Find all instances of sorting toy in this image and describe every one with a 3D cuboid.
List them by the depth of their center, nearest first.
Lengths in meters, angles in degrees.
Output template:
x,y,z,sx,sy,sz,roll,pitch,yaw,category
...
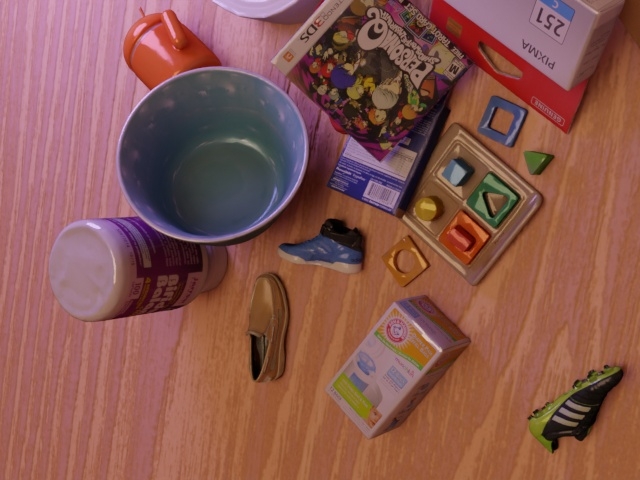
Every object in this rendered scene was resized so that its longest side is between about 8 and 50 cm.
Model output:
x,y,z,sx,sy,sz,roll,pitch,yaw,category
0.214,-0.054,1.682,0.196,0.047,0.347,45,116,22,sorting toy

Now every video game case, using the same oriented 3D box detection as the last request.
x,y,z,sx,sy,sz,roll,pitch,yaw,category
0.078,-0.271,1.658,0.232,0.042,0.210,43,102,-7,video game case

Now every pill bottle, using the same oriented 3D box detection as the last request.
x,y,z,sx,sy,sz,roll,pitch,yaw,category
-0.299,0.042,1.870,0.169,0.301,0.169,3,95,34,pill bottle

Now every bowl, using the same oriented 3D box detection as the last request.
x,y,z,sx,sy,sz,roll,pitch,yaw,category
-0.168,-0.113,1.816,0.312,0.163,0.311,-1,69,3,bowl

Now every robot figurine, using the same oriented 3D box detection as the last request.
x,y,z,sx,sy,sz,roll,pitch,yaw,category
-0.259,-0.314,1.925,0.128,0.158,0.219,-46,67,3,robot figurine

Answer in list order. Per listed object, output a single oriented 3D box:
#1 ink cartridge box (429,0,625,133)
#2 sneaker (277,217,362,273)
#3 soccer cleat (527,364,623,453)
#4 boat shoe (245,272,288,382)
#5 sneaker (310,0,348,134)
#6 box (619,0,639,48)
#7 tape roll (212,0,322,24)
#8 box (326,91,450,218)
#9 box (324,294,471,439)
x,y,z,sx,sy,sz,roll,pitch,yaw,category
0.257,-0.309,1.546,0.296,0.066,0.261,42,148,23,ink cartridge box
0.001,0.000,1.816,0.152,0.058,0.084,12,106,28,sneaker
0.380,0.244,1.594,0.072,0.060,0.179,51,124,9,soccer cleat
-0.097,0.151,1.884,0.068,0.072,0.190,-3,92,33,boat shoe
0.016,-0.282,1.746,0.087,0.128,0.221,1,92,34,sneaker
0.481,-0.336,1.433,0.201,0.164,0.021,-20,47,32,box
-0.074,-0.501,1.808,0.286,0.100,0.286,3,95,32,tape roll
0.113,-0.162,1.728,0.136,0.036,0.225,25,93,29,box
0.121,0.197,1.727,0.114,0.103,0.203,47,116,21,box
